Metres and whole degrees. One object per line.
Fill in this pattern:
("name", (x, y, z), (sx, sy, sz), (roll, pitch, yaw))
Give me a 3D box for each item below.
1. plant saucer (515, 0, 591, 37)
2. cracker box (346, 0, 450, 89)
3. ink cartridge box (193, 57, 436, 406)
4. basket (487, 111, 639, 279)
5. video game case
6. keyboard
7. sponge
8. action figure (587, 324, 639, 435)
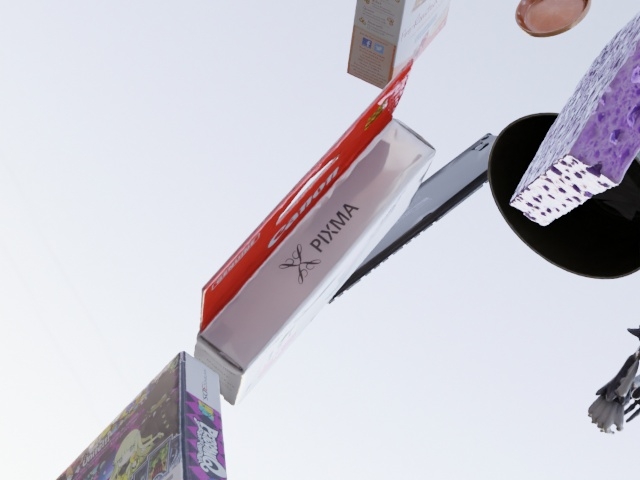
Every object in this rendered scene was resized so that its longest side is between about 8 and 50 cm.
("plant saucer", (0.251, -0.248, 1.450), (0.083, 0.083, 0.013), (29, -20, 43))
("cracker box", (0.105, -0.310, 1.581), (0.067, 0.155, 0.232), (27, -37, 16))
("ink cartridge box", (0.000, 0.000, 1.163), (0.060, 0.275, 0.239), (39, -20, 7))
("basket", (0.318, -0.069, 1.456), (0.204, 0.227, 0.154), (38, -59, 21))
("video game case", (-0.149, 0.212, 0.884), (0.042, 0.232, 0.210), (37, 18, -24))
("keyboard", (0.100, -0.029, 1.632), (0.033, 0.317, 0.201), (57, -11, -17))
("sponge", (0.159, -0.073, 0.741), (0.031, 0.117, 0.210), (32, -4, 2))
("action figure", (0.406, 0.185, 1.546), (0.164, 0.141, 0.275), (26, -8, 16))
